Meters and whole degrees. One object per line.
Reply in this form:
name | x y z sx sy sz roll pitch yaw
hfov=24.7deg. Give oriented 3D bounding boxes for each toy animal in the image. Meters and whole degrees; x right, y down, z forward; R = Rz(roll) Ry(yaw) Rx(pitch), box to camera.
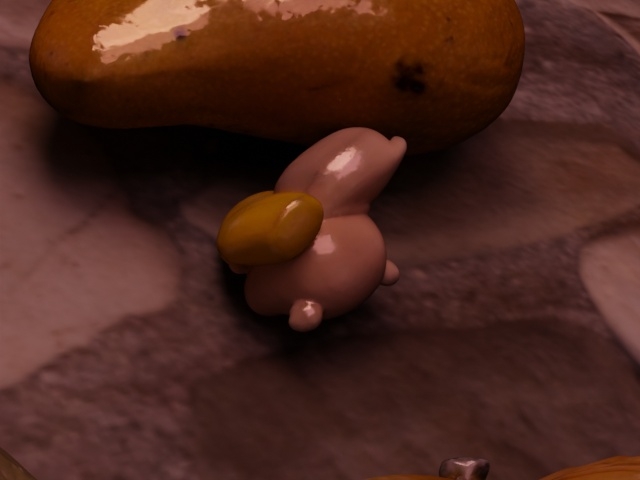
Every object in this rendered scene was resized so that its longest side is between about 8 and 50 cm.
toy animal | 0.000 0.000 0.747 0.082 0.091 0.114 51 53 -10

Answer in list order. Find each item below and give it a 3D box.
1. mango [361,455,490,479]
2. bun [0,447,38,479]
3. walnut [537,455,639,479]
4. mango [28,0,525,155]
mango | 0.019 0.241 0.379 0.221 0.199 0.384 37 49 -42
bun | -0.183 0.111 0.418 0.273 0.168 0.273 14 12 -3
walnut | 0.148 0.167 0.566 0.207 0.159 0.159 22 39 7
mango | -0.018 -0.119 0.810 0.295 0.120 0.177 2 23 -30
